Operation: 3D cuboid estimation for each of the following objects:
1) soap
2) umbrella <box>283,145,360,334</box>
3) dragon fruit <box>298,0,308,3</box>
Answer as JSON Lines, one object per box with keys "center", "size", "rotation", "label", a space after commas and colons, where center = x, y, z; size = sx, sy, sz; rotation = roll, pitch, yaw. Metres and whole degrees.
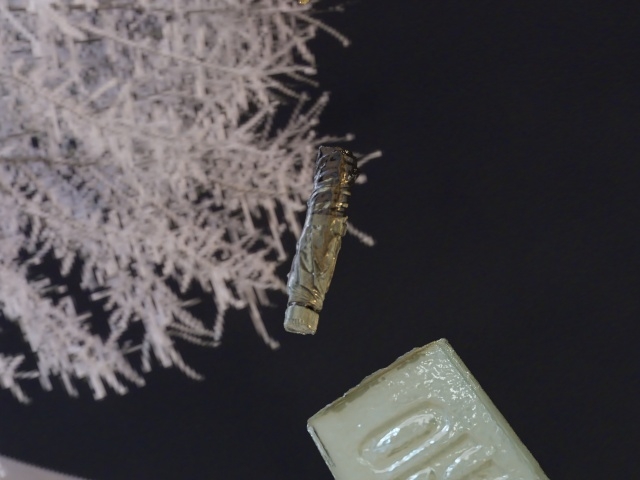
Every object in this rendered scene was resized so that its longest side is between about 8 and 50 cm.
{"center": [0.082, 0.163, 0.700], "size": [0.198, 0.114, 0.063], "rotation": [55, -3, 45], "label": "soap"}
{"center": [0.000, 0.000, 1.098], "size": [0.050, 0.046, 0.188], "rotation": [139, -36, -68], "label": "umbrella"}
{"center": [0.004, -0.389, 1.251], "size": [0.268, 0.210, 0.205], "rotation": [-34, -92, -2], "label": "dragon fruit"}
